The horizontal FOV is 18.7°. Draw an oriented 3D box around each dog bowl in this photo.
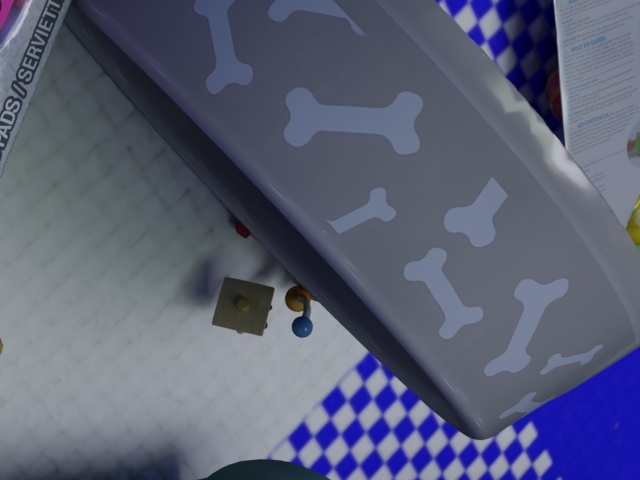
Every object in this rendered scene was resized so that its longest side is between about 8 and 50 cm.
[{"bbox_3d":[0.004,-0.047,0.920,0.102,0.349,0.349,-43,131,-4],"label":"dog bowl"}]

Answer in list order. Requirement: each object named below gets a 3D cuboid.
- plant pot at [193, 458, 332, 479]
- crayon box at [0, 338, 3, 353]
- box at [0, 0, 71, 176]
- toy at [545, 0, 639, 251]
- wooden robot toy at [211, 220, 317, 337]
[{"bbox_3d":[-0.077,0.246,1.015,0.255,0.271,0.272,-29,124,-47],"label":"plant pot"},{"bbox_3d":[-0.266,0.084,0.782,0.202,0.081,0.318,-2,142,-41],"label":"crayon box"},{"bbox_3d":[-0.185,-0.166,0.813,0.142,0.163,0.247,21,92,-46],"label":"box"},{"bbox_3d":[0.185,-0.095,1.241,0.137,0.056,0.237,-24,112,-38],"label":"toy"},{"bbox_3d":[0.000,0.000,1.128,0.173,0.076,0.079,-49,167,-17],"label":"wooden robot toy"}]
